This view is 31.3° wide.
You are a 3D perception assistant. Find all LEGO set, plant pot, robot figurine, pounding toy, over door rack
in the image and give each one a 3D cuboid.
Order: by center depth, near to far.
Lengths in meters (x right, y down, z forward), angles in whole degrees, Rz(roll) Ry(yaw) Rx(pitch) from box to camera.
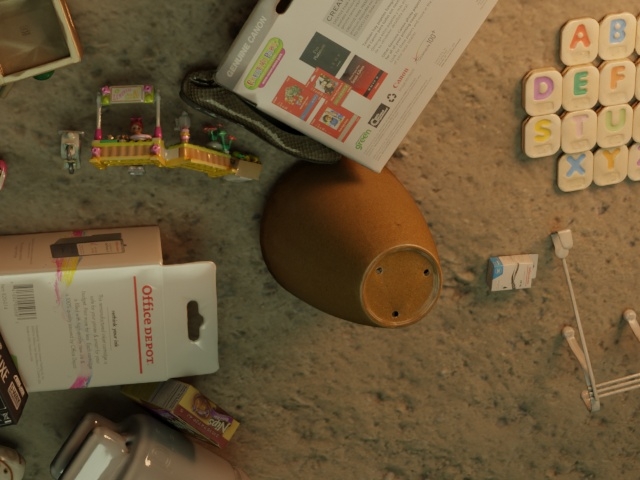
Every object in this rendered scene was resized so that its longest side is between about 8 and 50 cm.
[{"bbox_3d":[-0.379,-0.257,1.466,0.130,0.100,0.141,-17,111,-3],"label":"pounding toy"},{"bbox_3d":[-0.210,-0.146,1.557,0.287,0.132,0.107,1,81,-17],"label":"LEGO set"},{"bbox_3d":[0.062,0.022,1.587,0.237,0.254,0.237,-6,111,-17],"label":"plant pot"},{"bbox_3d":[-0.236,0.400,1.751,0.353,0.300,0.200,36,88,-23],"label":"robot figurine"},{"bbox_3d":[0.511,0.096,1.850,0.239,0.108,0.324,-15,107,-4],"label":"over door rack"}]

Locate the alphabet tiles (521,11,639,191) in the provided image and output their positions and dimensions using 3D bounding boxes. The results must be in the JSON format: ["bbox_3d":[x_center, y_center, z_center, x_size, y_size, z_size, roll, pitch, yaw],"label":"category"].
[{"bbox_3d":[0.438,-0.204,1.702,0.284,0.021,0.278,-8,120,-7],"label":"alphabet tiles"}]

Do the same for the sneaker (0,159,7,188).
[{"bbox_3d":[-0.502,-0.059,1.558,0.170,0.063,0.075,-38,126,16],"label":"sneaker"}]

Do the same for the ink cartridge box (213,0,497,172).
[{"bbox_3d":[0.041,-0.292,1.503,0.272,0.130,0.309,27,110,-22],"label":"ink cartridge box"}]

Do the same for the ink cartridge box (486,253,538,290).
[{"bbox_3d":[0.309,0.050,1.814,0.083,0.028,0.048,-5,120,-10],"label":"ink cartridge box"}]

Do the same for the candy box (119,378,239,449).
[{"bbox_3d":[-0.215,0.252,1.730,0.109,0.186,0.053,43,71,-29],"label":"candy box"}]

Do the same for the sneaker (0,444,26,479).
[{"bbox_3d":[-0.530,0.324,1.758,0.123,0.106,0.290,-20,131,-8],"label":"sneaker"}]

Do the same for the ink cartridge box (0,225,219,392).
[{"bbox_3d":[-0.329,0.098,1.652,0.353,0.119,0.207,-3,119,-9],"label":"ink cartridge box"}]

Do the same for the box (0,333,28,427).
[{"bbox_3d":[-0.588,0.166,1.548,0.307,0.076,0.242,-13,117,7],"label":"box"}]

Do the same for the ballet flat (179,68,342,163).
[{"bbox_3d":[-0.074,-0.175,1.579,0.250,0.084,0.058,23,114,-17],"label":"ballet flat"}]
